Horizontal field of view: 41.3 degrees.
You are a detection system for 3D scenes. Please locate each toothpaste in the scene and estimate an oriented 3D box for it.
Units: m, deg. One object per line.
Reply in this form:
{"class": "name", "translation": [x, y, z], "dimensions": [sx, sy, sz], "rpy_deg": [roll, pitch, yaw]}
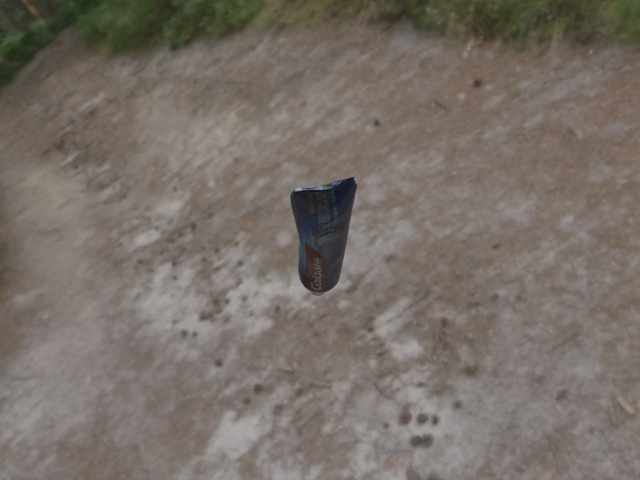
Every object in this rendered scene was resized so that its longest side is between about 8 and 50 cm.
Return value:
{"class": "toothpaste", "translation": [0.000, 0.000, 0.356], "dimensions": [0.027, 0.083, 0.019], "rpy_deg": [-13, 59, -11]}
